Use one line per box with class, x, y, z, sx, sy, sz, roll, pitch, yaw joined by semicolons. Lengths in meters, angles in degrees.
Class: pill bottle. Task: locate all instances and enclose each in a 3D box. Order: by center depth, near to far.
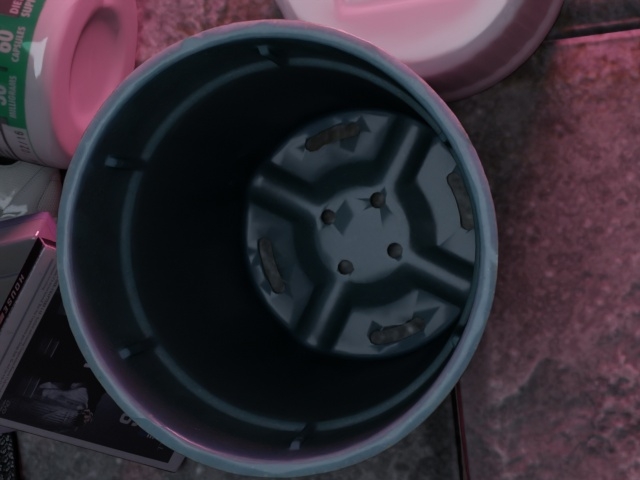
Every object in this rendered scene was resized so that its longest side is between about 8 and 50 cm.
pill bottle;-0.376;-0.199;1.381;0.361;0.204;0.204;12;95;14

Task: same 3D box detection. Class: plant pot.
plant pot;0.000;0.000;1.226;0.341;0.334;0.341;1;93;14

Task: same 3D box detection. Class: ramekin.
ramekin;0.081;-0.263;1.297;0.277;0.135;0.277;0;92;14

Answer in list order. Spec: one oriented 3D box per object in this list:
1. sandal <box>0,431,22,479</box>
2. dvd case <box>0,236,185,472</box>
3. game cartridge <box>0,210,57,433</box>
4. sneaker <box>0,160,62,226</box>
sandal;-0.324;0.271;1.478;0.067;0.040;0.179;-8;76;9
dvd case;-0.197;0.113;1.357;0.239;0.029;0.179;22;101;-33
game cartridge;-0.383;0.098;1.413;0.355;0.068;0.230;-12;119;15
sneaker;-0.377;-0.041;1.454;0.263;0.099;0.121;-3;84;7
